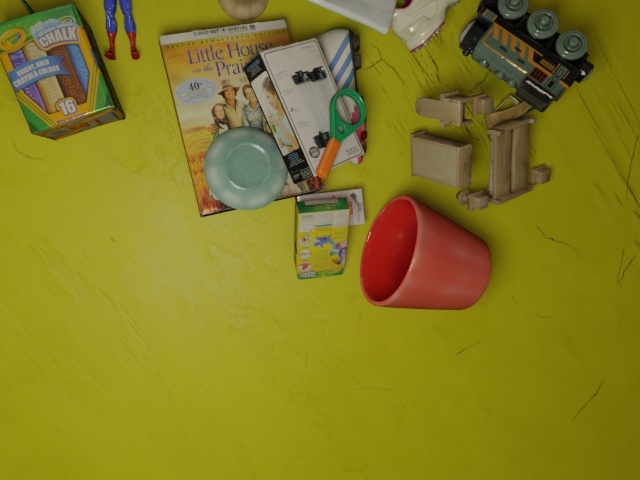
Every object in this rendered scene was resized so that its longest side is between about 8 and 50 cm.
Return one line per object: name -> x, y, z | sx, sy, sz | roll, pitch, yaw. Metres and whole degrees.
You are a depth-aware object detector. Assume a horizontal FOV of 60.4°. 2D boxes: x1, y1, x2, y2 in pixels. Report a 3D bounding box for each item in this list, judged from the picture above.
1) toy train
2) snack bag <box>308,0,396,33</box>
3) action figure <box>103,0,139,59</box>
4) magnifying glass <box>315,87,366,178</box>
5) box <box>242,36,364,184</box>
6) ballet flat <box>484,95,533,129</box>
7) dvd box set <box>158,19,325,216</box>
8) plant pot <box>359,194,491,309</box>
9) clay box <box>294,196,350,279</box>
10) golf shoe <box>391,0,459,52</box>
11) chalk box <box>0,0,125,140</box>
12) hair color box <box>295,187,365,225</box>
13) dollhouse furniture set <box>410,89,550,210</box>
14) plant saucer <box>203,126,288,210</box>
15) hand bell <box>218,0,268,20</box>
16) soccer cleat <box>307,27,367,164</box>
toy train -> 0.513, -0.478, 1.387 | 0.334, 0.142, 0.190 | 39, 89, 8
snack bag -> 0.058, -0.677, 1.316 | 0.323, 0.037, 0.342 | 17, 73, -13
action figure -> -0.458, -0.562, 1.223 | 0.091, 0.139, 0.280 | -5, 93, -11
magnifying glass -> 0.040, -0.240, 1.227 | 0.092, 0.026, 0.231 | 33, 64, -26
box -> -0.035, -0.295, 1.251 | 0.169, 0.087, 0.290 | -30, 100, -34
ballet flat -> 0.538, -0.366, 1.461 | 0.232, 0.080, 0.073 | -33, 89, -7
dvd box set -> -0.181, -0.291, 1.300 | 0.307, 0.062, 0.420 | -13, 90, -14
plant pot -> 0.267, 0.052, 1.361 | 0.243, 0.275, 0.275 | 16, 91, -20
clay box -> 0.000, 0.000, 1.357 | 0.127, 0.053, 0.222 | -5, 133, -11
golf shoe -> 0.289, -0.624, 1.374 | 0.140, 0.115, 0.306 | 39, 86, -8
chalk box -> -0.569, -0.386, 1.190 | 0.179, 0.180, 0.289 | -20, 99, -9
hair color box -> 0.024, -0.078, 1.395 | 0.167, 0.053, 0.093 | -7, 96, -9
dollhouse furniture set -> 0.422, -0.263, 1.426 | 0.355, 0.174, 0.303 | -21, 119, -27
plant saucer -> -0.165, -0.166, 1.247 | 0.195, 0.037, 0.195 | 1, 88, -15
hand bell -> -0.165, -0.589, 1.220 | 0.126, 0.242, 0.126 | -1, 95, -12
soccer cleat -> 0.038, -0.349, 1.358 | 0.143, 0.116, 0.331 | -5, 94, 6
